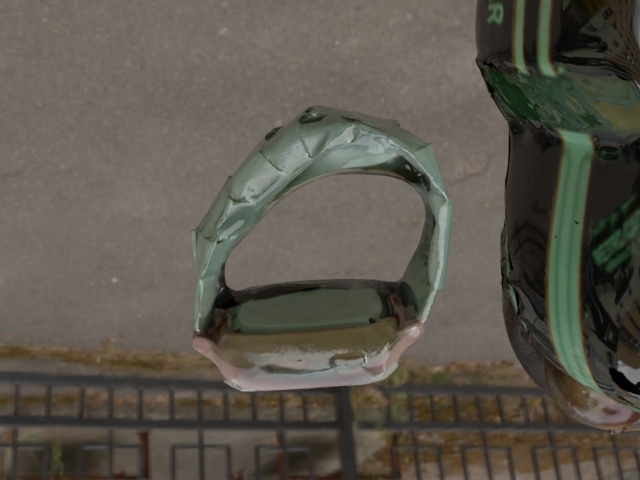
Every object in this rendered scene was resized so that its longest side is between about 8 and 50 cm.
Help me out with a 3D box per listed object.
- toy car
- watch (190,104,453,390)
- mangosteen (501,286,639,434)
[{"bbox_3d":[0.127,-0.078,0.356,0.125,0.306,0.136,4,-169,-27],"label":"toy car"},{"bbox_3d":[0.000,0.000,0.885,0.253,0.162,0.241,-5,108,0],"label":"watch"},{"bbox_3d":[0.353,0.075,1.037,0.306,0.347,0.307,2,109,5],"label":"mangosteen"}]
